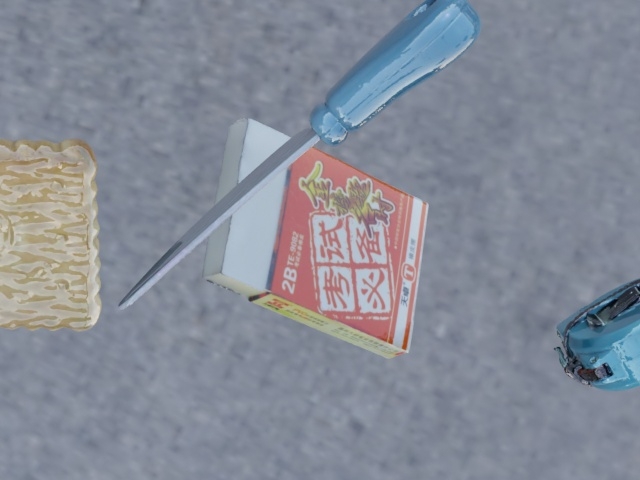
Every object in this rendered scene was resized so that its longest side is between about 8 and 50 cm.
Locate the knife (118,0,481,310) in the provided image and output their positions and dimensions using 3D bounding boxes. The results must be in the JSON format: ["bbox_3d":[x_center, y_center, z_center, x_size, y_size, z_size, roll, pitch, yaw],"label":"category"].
[{"bbox_3d":[-0.015,-0.046,1.025,0.244,0.058,0.032,-40,107,12],"label":"knife"}]

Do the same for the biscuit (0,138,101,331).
[{"bbox_3d":[-0.280,-0.007,1.372,0.249,0.030,0.160,1,122,-1],"label":"biscuit"}]

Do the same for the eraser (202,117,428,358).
[{"bbox_3d":[0.000,0.000,1.807,0.230,0.038,0.157,24,64,-34],"label":"eraser"}]

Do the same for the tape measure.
[{"bbox_3d":[0.292,0.089,1.818,0.146,0.125,0.081,-30,102,0],"label":"tape measure"}]
